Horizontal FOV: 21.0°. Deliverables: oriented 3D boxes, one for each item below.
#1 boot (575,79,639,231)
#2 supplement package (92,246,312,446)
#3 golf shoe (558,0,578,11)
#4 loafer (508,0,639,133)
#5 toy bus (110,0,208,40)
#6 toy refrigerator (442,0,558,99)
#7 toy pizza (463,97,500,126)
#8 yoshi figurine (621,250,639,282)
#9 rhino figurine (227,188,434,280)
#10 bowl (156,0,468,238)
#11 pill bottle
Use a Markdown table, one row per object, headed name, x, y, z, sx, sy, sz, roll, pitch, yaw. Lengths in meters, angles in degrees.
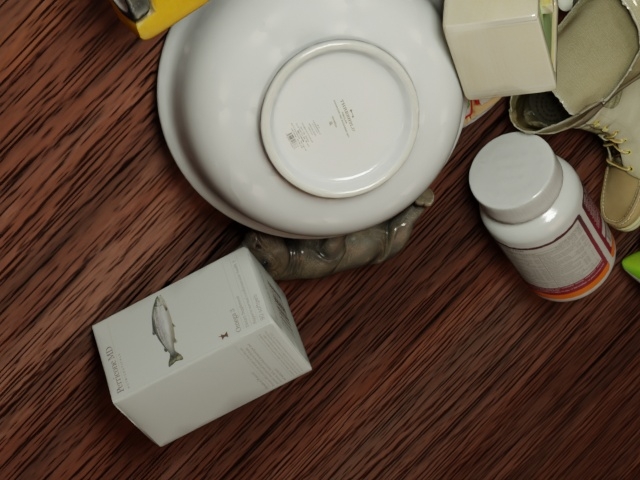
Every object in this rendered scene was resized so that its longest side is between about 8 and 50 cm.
| name | x | y | z | sx | sy | sz | roll | pitch | yaw |
| --- | --- | --- | --- | --- | --- | --- | --- | --- | --- |
| boot | 0.339 | -0.119 | 2.014 | 0.165 | 0.077 | 0.213 | 6 | 103 | -45 |
| supplement package | -0.119 | 0.107 | 1.724 | 0.179 | 0.105 | 0.105 | -28 | 141 | 7 |
| golf shoe | 0.362 | -0.273 | 1.921 | 0.120 | 0.105 | 0.273 | -43 | 140 | 22 |
| loafer | 0.280 | -0.184 | 1.831 | 0.092 | 0.102 | 0.268 | -34 | 166 | -29 |
| toy bus | -0.172 | -0.317 | 1.335 | 0.108 | 0.130 | 0.333 | -37 | 141 | -14 |
| toy refrigerator | 0.176 | -0.267 | 1.600 | 0.094 | 0.270 | 0.102 | -5 | 142 | 16 |
| toy pizza | 0.157 | -0.194 | 1.827 | 0.201 | 0.032 | 0.201 | -25 | 136 | -26 |
| yoshi figurine | 0.521 | -0.032 | 2.200 | 0.203 | 0.203 | 0.362 | -43 | 142 | -32 |
| rhino figurine | 0.000 | 0.000 | 1.810 | 0.243 | 0.073 | 0.106 | -17 | 148 | -30 |
| bowl | 0.007 | -0.124 | 1.559 | 0.297 | 0.134 | 0.298 | -3 | 107 | -10 |
| pill bottle | 0.255 | -0.027 | 1.990 | 0.121 | 0.121 | 0.221 | -45 | 141 | -3 |
